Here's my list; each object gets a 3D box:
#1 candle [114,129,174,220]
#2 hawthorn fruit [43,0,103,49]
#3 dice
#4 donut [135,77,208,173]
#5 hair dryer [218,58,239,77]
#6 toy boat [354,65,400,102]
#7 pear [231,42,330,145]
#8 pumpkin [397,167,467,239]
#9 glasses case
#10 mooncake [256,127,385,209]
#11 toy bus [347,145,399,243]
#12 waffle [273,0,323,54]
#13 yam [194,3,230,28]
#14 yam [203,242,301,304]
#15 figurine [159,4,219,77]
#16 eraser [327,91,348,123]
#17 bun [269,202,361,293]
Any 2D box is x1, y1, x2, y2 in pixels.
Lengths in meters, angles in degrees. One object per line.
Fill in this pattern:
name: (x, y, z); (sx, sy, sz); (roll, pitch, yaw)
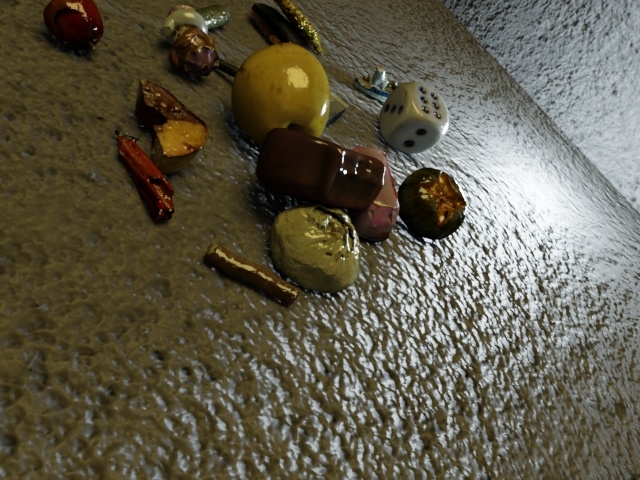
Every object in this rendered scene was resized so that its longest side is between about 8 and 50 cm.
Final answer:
candle: (-0.427, -0.165, 1.380); (0.301, 0.084, 0.059); (50, 8, 26)
hawthorn fruit: (-0.664, -0.588, 1.571); (0.148, 0.148, 0.172); (-29, 90, -49)
dice: (0.339, -0.444, 2.100); (0.194, 0.192, 0.193); (20, 55, -27)
donut: (-0.385, -0.281, 1.489); (0.151, 0.112, 0.295); (2, 51, -39)
hair dryer: (-0.288, -0.562, 1.844); (0.255, 0.128, 0.070); (31, 34, 11)
toy boat: (0.263, -0.623, 2.305); (0.262, 0.115, 0.114); (15, 44, -25)
pear: (-0.112, -0.417, 1.679); (0.314, 0.314, 0.314); (20, 41, -19)
pumpkin: (0.347, -0.116, 1.822); (0.238, 0.159, 0.237); (13, 65, -30)
glasses case: (-0.149, -0.793, 2.195); (0.122, 0.082, 0.321); (-15, 60, -49)
mooncake: (0.002, -0.179, 1.533); (0.334, 0.174, 0.326); (19, 4, 4)
toy bus: (0.144, -0.144, 1.720); (0.128, 0.147, 0.302); (10, 44, -21)
waffle: (-0.083, -0.844, 2.236); (0.254, 0.052, 0.245); (52, 7, 26)
yam: (-0.392, -0.776, 2.007); (0.078, 0.078, 0.179); (42, 42, 7)
yam: (-0.157, 0.078, 1.338); (0.241, 0.056, 0.056); (29, 39, -9)
figurine: (-0.403, -0.614, 1.782); (0.190, 0.142, 0.263); (6, 46, -33)
eraser: (0.015, -0.452, 2.004); (0.092, 0.046, 0.212); (39, 39, 4)
bun: (0.000, 0.000, 1.459); (0.259, 0.152, 0.259); (19, 43, -18)
